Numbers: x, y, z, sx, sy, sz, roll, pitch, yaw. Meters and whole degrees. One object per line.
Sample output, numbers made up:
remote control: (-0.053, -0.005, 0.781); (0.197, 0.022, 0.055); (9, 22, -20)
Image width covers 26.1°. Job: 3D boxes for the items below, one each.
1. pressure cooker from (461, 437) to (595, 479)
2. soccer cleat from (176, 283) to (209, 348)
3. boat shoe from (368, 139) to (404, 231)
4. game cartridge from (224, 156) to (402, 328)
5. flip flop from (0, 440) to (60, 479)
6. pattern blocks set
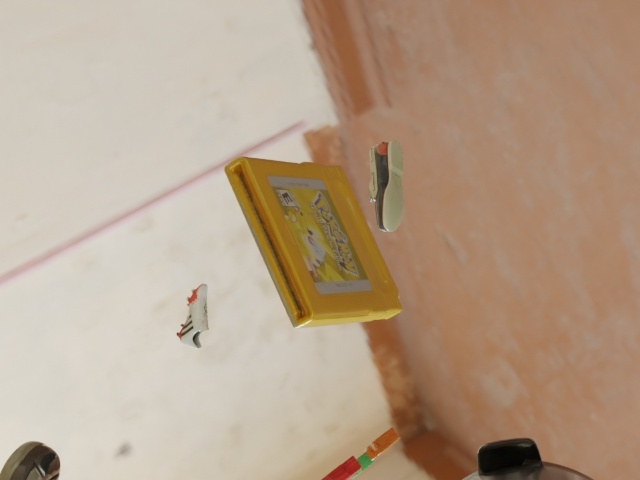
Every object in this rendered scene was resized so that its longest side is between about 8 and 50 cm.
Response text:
pressure cooker: (0.309, 0.524, 2.007); (0.375, 0.370, 0.420); (33, -169, -1)
soccer cleat: (-0.146, 0.091, 1.654); (0.035, 0.029, 0.083); (30, 112, 23)
boat shoe: (0.087, -0.073, 1.911); (0.049, 0.043, 0.137); (31, -125, -51)
game cartridge: (0.000, 0.000, 2.241); (0.323, 0.052, 0.285); (-2, -116, -59)
flip flop: (-0.336, 0.301, 1.484); (0.080, 0.112, 0.277); (22, 139, 7)
pattern blocks set: (-0.018, 0.326, 1.674); (0.026, 0.285, 0.325); (51, -164, 9)
